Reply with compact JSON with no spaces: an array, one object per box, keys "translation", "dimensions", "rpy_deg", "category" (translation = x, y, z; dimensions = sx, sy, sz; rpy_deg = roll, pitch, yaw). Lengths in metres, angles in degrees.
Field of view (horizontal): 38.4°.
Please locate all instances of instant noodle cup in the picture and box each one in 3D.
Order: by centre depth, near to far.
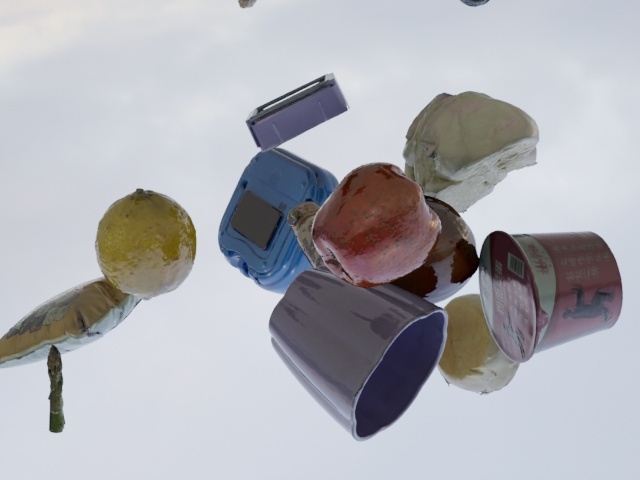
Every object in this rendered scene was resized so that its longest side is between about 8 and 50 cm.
[{"translation":[0.401,0.085,1.605],"dimensions":[0.178,0.235,0.235],"rpy_deg":[-9,-161,-14],"category":"instant noodle cup"}]

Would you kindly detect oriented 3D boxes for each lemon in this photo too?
[{"translation":[-0.333,0.006,1.756],"dimensions":[0.192,0.231,0.192],"rpy_deg":[1,-157,-1],"category":"lemon"}]

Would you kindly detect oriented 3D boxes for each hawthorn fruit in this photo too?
[{"translation":[0.079,-0.020,1.363],"dimensions":[0.189,0.189,0.189],"rpy_deg":[-11,-160,4],"category":"hawthorn fruit"}]

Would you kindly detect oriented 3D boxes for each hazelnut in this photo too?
[{"translation":[0.176,0.025,1.681],"dimensions":[0.208,0.208,0.208],"rpy_deg":[-11,-160,4],"category":"hazelnut"}]

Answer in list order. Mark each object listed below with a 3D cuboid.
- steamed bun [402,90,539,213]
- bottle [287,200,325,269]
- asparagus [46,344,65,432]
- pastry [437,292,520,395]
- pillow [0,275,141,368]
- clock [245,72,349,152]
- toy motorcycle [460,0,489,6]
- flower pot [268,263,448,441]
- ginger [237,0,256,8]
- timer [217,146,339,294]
[{"translation":[0.296,-0.197,1.938],"dimensions":[0.320,0.206,0.275],"rpy_deg":[-38,159,28],"category":"steamed bun"},{"translation":[0.000,0.000,1.892],"dimensions":[0.110,0.097,0.209],"rpy_deg":[20,-156,-41],"category":"bottle"},{"translation":[-0.498,0.278,1.728],"dimensions":[0.030,0.165,0.036],"rpy_deg":[-2,176,-20],"category":"asparagus"},{"translation":[0.391,0.255,2.282],"dimensions":[0.133,0.265,0.265],"rpy_deg":[17,-177,-32],"category":"pastry"},{"translation":[-0.533,0.168,1.989],"dimensions":[0.310,0.119,0.312],"rpy_deg":[-23,-169,27],"category":"pillow"},{"translation":[-0.045,-0.252,1.802],"dimensions":[0.193,0.073,0.145],"rpy_deg":[-25,-166,6],"category":"clock"},{"translation":[0.299,-0.603,1.731],"dimensions":[0.297,0.198,0.109],"rpy_deg":[-58,-164,-4],"category":"toy motorcycle"},{"translation":[0.050,0.171,1.590],"dimensions":[0.243,0.265,0.265],"rpy_deg":[32,-138,26],"category":"flower pot"},{"translation":[-0.154,-0.636,2.004],"dimensions":[0.130,0.276,0.221],"rpy_deg":[-4,168,23],"category":"ginger"},{"translation":[-0.104,-0.052,2.149],"dimensions":[0.115,0.309,0.340],"rpy_deg":[19,-172,-39],"category":"timer"}]
